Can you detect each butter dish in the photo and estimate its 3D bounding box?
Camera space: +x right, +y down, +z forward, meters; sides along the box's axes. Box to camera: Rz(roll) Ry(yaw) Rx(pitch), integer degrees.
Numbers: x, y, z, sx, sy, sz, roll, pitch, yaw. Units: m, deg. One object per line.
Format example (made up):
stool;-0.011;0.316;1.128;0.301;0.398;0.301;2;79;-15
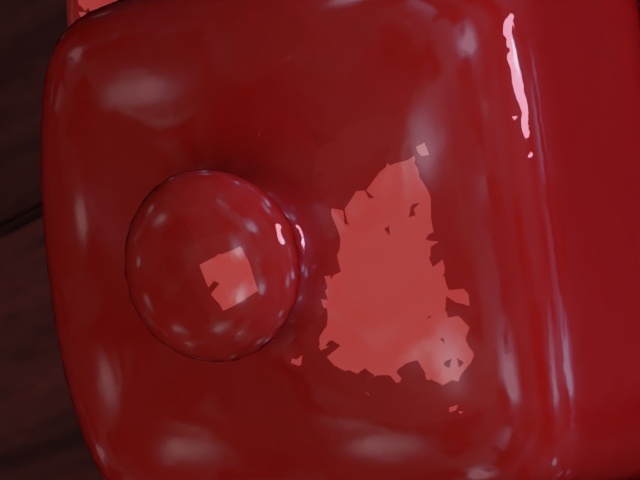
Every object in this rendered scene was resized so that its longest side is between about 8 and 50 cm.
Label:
butter dish;0.000;0.000;0.390;0.160;0.118;0.160;-6;94;24
